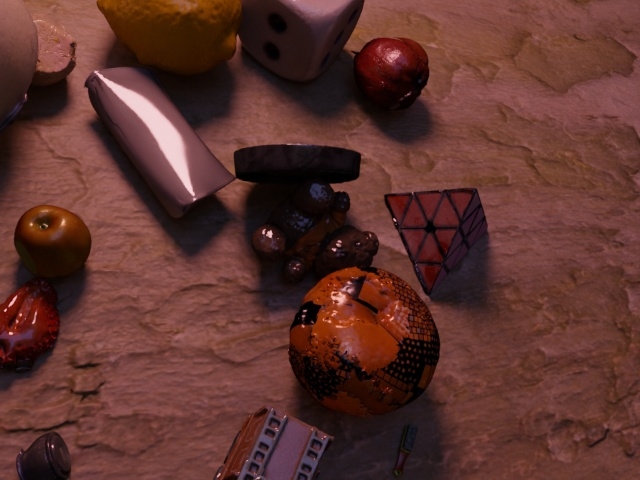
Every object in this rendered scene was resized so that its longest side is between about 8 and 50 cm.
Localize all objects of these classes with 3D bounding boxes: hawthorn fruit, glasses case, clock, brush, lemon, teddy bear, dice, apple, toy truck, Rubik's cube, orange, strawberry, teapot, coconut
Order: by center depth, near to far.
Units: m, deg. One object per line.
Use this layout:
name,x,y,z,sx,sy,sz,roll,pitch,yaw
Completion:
toy truck,-0.094,0.372,0.850,0.136,0.162,0.305,27,58,-1
teapot,-0.364,0.302,0.875,0.057,0.066,0.087,-20,92,-5
strawberry,-0.432,0.119,0.957,0.104,0.048,0.152,16,62,-11
apple,-0.403,-0.003,0.999,0.099,0.102,0.114,-34,68,-30
orange,0.066,0.155,1.006,0.235,0.182,0.234,10,48,-12
brush,0.132,0.325,1.025,0.019,0.021,0.083,27,59,-4
teddy bear,0.000,0.000,1.111,0.190,0.140,0.177,39,89,-4
clock,-0.038,-0.124,1.113,0.215,0.215,0.041,1,88,-16
glasses case,-0.277,-0.173,1.143,0.128,0.083,0.308,-28,73,-33
coconut,-0.486,-0.327,1.148,0.116,0.122,0.116,-5,100,-34
lemon,-0.266,-0.424,1.198,0.288,0.233,0.233,43,59,4
Rubik's cube,0.247,0.002,1.226,0.178,0.211,0.190,2,93,-38
dice,-0.040,-0.446,1.297,0.194,0.192,0.193,35,57,2
hawthorn fruit,0.132,-0.340,1.325,0.172,0.148,0.148,31,56,24

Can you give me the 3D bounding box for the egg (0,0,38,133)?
egg,-0.629,-0.323,0.915,0.355,0.340,0.354,-3,70,8
